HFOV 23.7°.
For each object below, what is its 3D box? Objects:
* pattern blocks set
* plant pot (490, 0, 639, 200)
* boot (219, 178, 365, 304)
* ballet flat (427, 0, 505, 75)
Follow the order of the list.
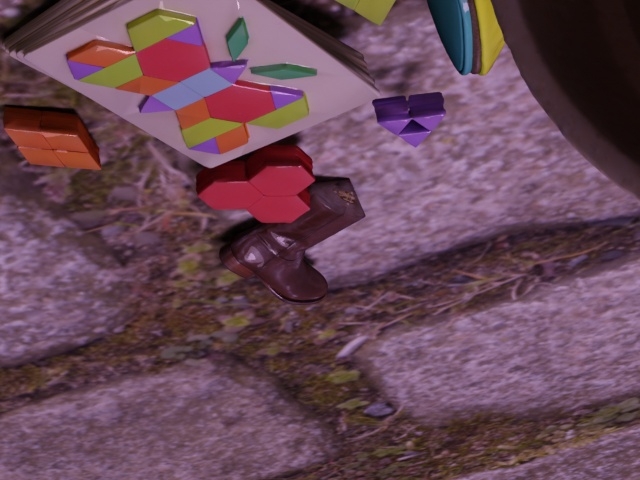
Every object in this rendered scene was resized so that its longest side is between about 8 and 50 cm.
[{"bbox_3d":[-0.071,-0.099,0.882,0.325,0.026,0.285,18,146,-36],"label":"pattern blocks set"},{"bbox_3d":[0.289,-0.143,0.675,0.334,0.333,0.305,-28,158,31],"label":"plant pot"},{"bbox_3d":[0.000,0.000,1.108,0.106,0.037,0.114,20,136,-41],"label":"boot"},{"bbox_3d":[0.082,-0.164,0.790,0.077,0.077,0.231,-26,149,3],"label":"ballet flat"}]
